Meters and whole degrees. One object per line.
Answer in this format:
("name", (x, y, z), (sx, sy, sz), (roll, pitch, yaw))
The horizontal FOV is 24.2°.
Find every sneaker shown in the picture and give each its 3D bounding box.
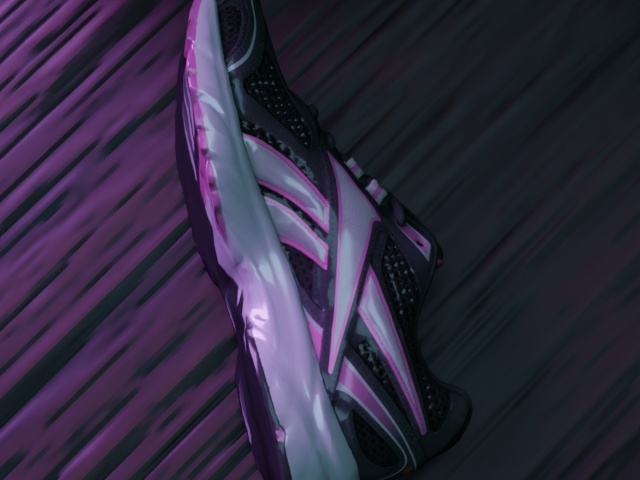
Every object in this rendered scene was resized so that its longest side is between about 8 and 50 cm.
("sneaker", (0.000, 0.000, 0.507), (0.077, 0.072, 0.178), (-13, 84, -13))
